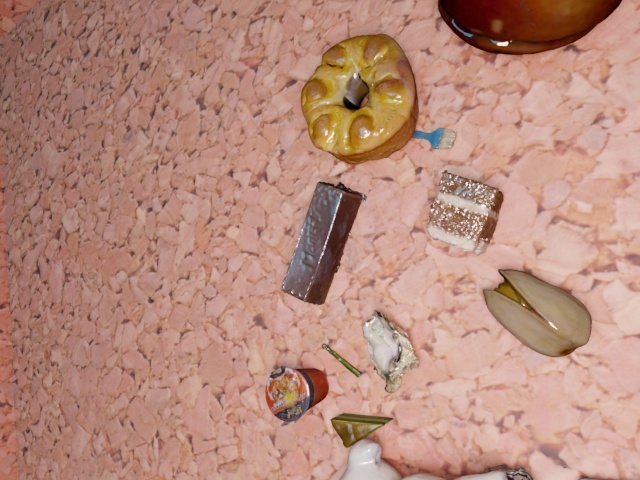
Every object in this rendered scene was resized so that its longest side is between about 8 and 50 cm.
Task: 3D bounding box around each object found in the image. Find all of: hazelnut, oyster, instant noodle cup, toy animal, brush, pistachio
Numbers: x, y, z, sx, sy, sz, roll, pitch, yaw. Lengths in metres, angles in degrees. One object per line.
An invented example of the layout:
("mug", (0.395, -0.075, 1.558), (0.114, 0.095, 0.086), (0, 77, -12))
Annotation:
("hazelnut", (0.403, -0.593, 0.843), (0.402, 0.402, 0.429), (5, 74, 30))
("oyster", (0.163, 0.260, 1.041), (0.163, 0.081, 0.191), (25, 112, 53))
("instant noodle cup", (-0.048, 0.367, 1.098), (0.127, 0.136, 0.127), (-4, 81, 28))
("toy animal", (0.175, 0.511, 0.862), (0.367, 0.196, 0.241), (-35, 62, 50))
("brush", (0.249, -0.256, 1.088), (0.164, 0.014, 0.051), (20, 92, 31))
("pistachio", (0.418, 0.138, 0.872), (0.206, 0.131, 0.129), (38, 94, 33))

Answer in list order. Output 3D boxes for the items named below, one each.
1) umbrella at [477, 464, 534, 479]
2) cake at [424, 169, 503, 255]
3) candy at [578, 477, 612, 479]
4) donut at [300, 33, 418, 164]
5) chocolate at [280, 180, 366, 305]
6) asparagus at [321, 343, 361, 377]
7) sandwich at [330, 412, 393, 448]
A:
("umbrella", (0.370, 0.615, 0.854), (0.113, 0.106, 0.357), (2, 94, 63))
("cake", (0.308, -0.056, 0.961), (0.134, 0.135, 0.147), (27, 102, 29))
("candy", (0.539, 0.516, 0.781), (0.138, 0.071, 0.174), (-10, 77, 29))
("donut", (0.100, -0.339, 1.083), (0.299, 0.150, 0.317), (23, 84, 35))
("chocolate", (0.000, 0.000, 1.137), (0.112, 0.112, 0.321), (23, 95, 27))
("asparagus", (0.051, 0.300, 1.120), (0.127, 0.018, 0.015), (34, 65, 29))
("sandwich", (0.096, 0.420, 1.045), (0.116, 0.074, 0.074), (-40, 66, 18))
